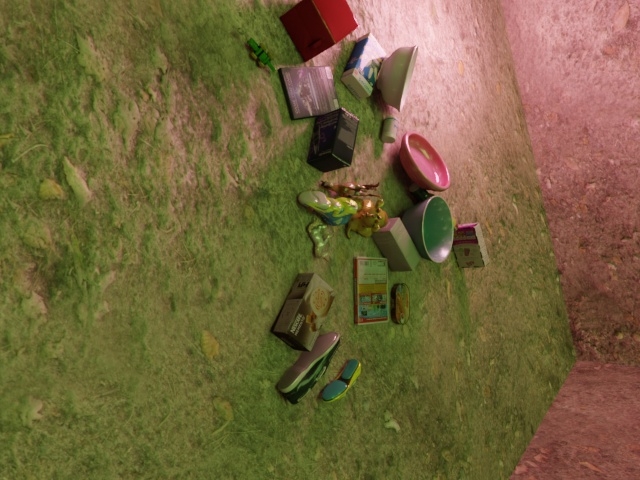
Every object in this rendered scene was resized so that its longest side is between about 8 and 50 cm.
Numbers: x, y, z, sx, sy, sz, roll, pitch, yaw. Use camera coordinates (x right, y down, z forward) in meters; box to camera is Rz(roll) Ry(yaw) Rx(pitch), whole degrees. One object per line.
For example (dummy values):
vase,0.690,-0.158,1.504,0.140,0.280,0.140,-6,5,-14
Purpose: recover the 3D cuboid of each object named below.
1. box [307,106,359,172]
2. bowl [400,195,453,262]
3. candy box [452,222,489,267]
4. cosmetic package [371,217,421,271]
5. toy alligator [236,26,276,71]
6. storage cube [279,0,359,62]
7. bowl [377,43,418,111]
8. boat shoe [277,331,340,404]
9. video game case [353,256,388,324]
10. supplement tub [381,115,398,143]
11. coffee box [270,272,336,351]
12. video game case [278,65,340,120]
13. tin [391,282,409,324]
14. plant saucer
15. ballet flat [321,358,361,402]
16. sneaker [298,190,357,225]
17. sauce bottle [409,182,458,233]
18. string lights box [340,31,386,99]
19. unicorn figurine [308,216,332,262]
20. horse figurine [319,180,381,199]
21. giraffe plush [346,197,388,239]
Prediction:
box,0.050,-0.388,1.750,0.108,0.153,0.207,24,69,-39
bowl,0.486,-0.050,2.105,0.311,0.163,0.312,1,88,-48
candy box,0.797,0.028,2.402,0.071,0.159,0.234,-29,106,-40
cosmetic package,0.336,0.023,1.995,0.107,0.127,0.238,-52,121,-32
toy alligator,-0.226,-0.684,1.596,0.189,0.056,0.051,44,16,-30
storage cube,-0.002,-0.846,1.728,0.215,0.183,0.193,-50,117,-33
bowl,0.341,-0.747,2.033,0.298,0.133,0.298,16,90,-80
boat shoe,-0.027,0.459,1.629,0.302,0.114,0.091,-40,112,-25
video game case,0.221,0.215,1.936,0.203,0.025,0.286,5,82,-43
supplement tub,0.323,-0.514,2.074,0.071,0.070,0.107,23,70,-39
coffee box,-0.058,0.257,1.620,0.141,0.098,0.247,45,58,-30
video game case,-0.037,-0.591,1.778,0.274,0.026,0.196,-22,101,-41
tin,0.368,0.291,2.059,0.106,0.040,0.190,8,81,-38
plant saucer,0.492,-0.369,2.150,0.332,0.084,0.333,26,46,-31
ballet flat,0.091,0.566,1.751,0.231,0.077,0.077,-41,130,-40
sneaker,0.020,-0.112,1.739,0.239,0.126,0.091,11,40,-12
sauce bottle,0.563,-0.155,2.234,0.344,0.111,0.112,42,59,-29
string lights box,0.191,-0.768,1.972,0.133,0.076,0.260,37,62,-36
unicorn figurine,0.000,0.000,1.737,0.162,0.060,0.111,51,54,-7
horse figurine,0.138,-0.207,1.830,0.263,0.174,0.066,-15,114,-51
giraffe plush,0.203,-0.096,1.851,0.210,0.170,0.182,-18,98,-43
